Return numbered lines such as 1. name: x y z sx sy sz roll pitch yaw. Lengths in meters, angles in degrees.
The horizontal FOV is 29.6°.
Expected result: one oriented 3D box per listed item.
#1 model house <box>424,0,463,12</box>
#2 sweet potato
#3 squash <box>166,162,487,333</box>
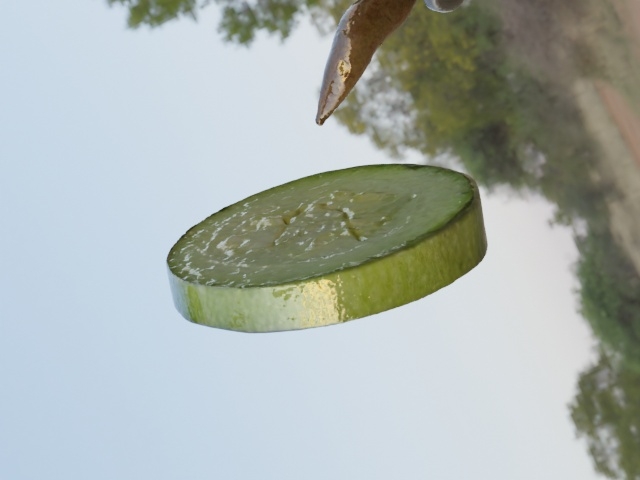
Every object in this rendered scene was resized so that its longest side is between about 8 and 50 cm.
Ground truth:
1. model house: 0.066 -0.349 1.172 0.122 0.188 0.229 9 -84 -60
2. sweet potato: 0.066 -0.255 1.343 0.059 0.281 0.067 37 170 -9
3. squash: 0.000 0.000 0.945 0.252 0.252 0.049 -81 -19 -69
